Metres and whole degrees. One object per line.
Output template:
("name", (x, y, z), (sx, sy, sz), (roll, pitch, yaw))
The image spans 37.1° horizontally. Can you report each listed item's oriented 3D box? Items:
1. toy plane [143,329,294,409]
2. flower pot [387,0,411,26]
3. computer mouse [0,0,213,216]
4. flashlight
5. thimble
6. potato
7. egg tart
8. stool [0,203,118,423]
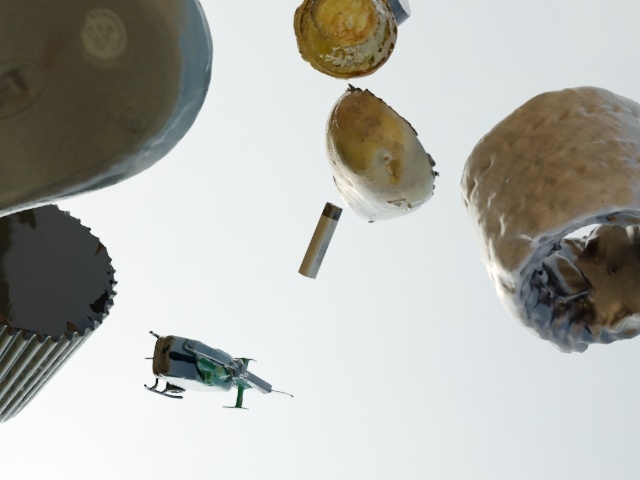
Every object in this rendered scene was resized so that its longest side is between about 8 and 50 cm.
("toy plane", (-0.112, 0.137, 1.002), (0.096, 0.235, 0.060), (-5, -111, 20))
("flower pot", (0.092, -0.496, 1.954), (0.148, 0.235, 0.235), (-23, -130, 19))
("computer mouse", (-0.242, -0.115, 0.742), (0.371, 0.188, 0.122), (-20, -165, 18))
("flashlight", (0.000, 0.000, 1.024), (0.018, 0.018, 0.083), (28, -81, 46))
("thimble", (0.257, -0.013, 0.939), (0.217, 0.245, 0.157), (-13, -132, 7))
("potato", (0.090, -0.094, 1.356), (0.098, 0.243, 0.138), (-47, -141, -19))
("egg tart", (0.044, -0.367, 1.627), (0.074, 0.191, 0.191), (103, 5, -77))
("stool", (-0.548, 0.131, 1.619), (0.330, 0.297, 0.297), (-48, -142, 37))
